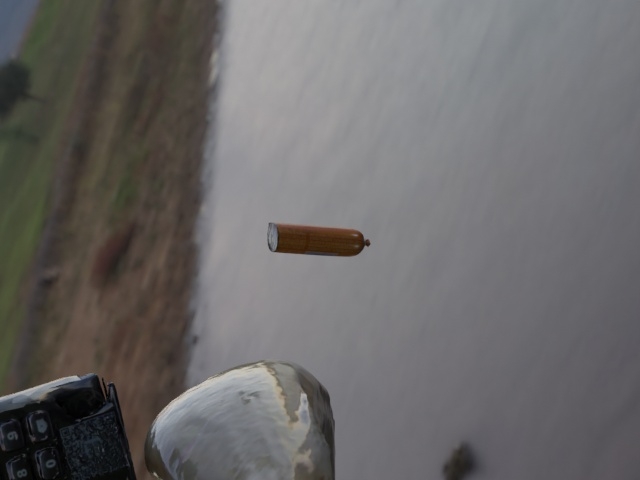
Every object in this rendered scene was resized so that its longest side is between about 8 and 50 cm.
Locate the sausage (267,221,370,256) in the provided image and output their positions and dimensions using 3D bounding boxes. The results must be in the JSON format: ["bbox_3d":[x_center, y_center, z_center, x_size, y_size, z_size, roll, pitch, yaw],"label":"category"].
[{"bbox_3d":[0.000,0.000,1.475,0.031,0.107,0.031,-14,75,62],"label":"sausage"}]

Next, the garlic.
[{"bbox_3d":[-0.027,0.181,1.130,0.151,0.196,0.338,-39,2,-8],"label":"garlic"}]

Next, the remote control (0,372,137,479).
[{"bbox_3d":[-0.360,0.222,1.309,0.062,0.398,0.145,7,111,65],"label":"remote control"}]
